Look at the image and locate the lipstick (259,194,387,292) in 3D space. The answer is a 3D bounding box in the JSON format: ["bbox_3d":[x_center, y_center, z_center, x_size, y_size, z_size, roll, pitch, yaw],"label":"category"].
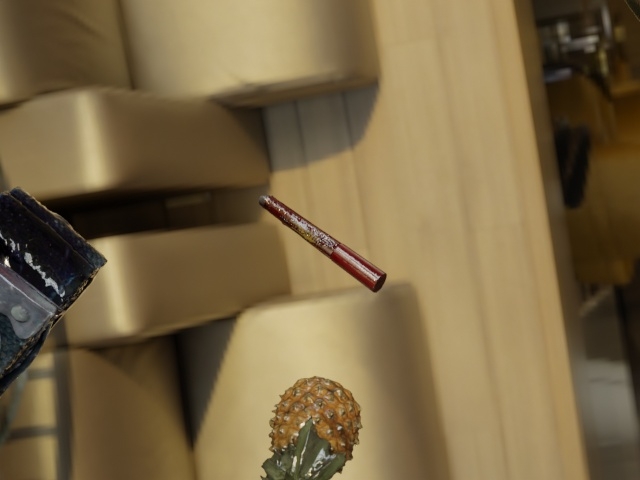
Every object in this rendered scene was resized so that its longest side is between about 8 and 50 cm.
[{"bbox_3d":[0.000,0.000,1.633,0.027,0.176,0.027,-44,156,-25],"label":"lipstick"}]

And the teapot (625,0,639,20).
[{"bbox_3d":[0.329,-0.179,0.936,0.321,0.239,0.239,47,10,-23],"label":"teapot"}]

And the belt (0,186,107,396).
[{"bbox_3d":[-0.262,0.047,1.074,0.128,0.218,0.122,39,36,-4],"label":"belt"}]

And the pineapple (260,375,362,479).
[{"bbox_3d":[-0.030,0.362,2.273,0.364,0.166,0.165,-66,144,-60],"label":"pineapple"}]
